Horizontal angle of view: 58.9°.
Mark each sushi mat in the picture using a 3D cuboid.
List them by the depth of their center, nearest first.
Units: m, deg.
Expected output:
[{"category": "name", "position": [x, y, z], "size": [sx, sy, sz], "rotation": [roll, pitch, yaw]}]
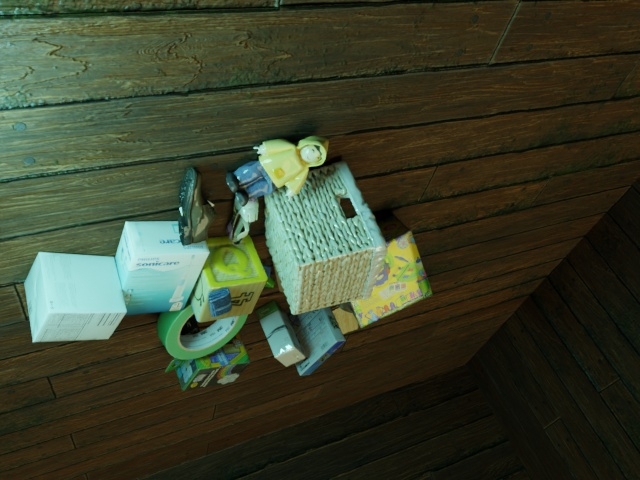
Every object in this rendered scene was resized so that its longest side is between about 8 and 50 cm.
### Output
[{"category": "sushi mat", "position": [0.104, 0.371, 2.642], "size": [0.151, 0.019, 0.316], "rotation": [-21, 149, -6]}]

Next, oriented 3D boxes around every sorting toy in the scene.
[{"category": "sorting toy", "position": [-0.064, 0.127, 1.969], "size": [0.347, 0.047, 0.196], "rotation": [8, 143, 14]}]

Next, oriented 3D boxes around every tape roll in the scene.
[{"category": "tape roll", "position": [-0.402, 0.270, 1.964], "size": [0.321, 0.077, 0.321], "rotation": [-27, 143, -23]}]

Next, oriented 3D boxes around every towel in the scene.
[{"category": "towel", "position": [-0.295, 0.186, 1.672], "size": [0.067, 0.029, 0.119], "rotation": [-17, 149, -16]}]

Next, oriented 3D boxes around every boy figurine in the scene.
[{"category": "boy figurine", "position": [-0.101, -0.189, 1.514], "size": [0.285, 0.092, 0.177], "rotation": [-23, 115, 7]}]

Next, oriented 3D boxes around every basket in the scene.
[{"category": "basket", "position": [0.000, 0.000, 1.688], "size": [0.266, 0.328, 0.331], "rotation": [-15, 150, -15]}]

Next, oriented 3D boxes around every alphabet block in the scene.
[{"category": "alphabet block", "position": [-0.303, 0.117, 1.774], "size": [0.193, 0.192, 0.197], "rotation": [-8, 144, -31]}]

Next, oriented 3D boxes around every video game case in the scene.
[{"category": "video game case", "position": [-0.037, 0.378, 2.320], "size": [0.061, 0.244, 0.269], "rotation": [4, 138, -43]}]

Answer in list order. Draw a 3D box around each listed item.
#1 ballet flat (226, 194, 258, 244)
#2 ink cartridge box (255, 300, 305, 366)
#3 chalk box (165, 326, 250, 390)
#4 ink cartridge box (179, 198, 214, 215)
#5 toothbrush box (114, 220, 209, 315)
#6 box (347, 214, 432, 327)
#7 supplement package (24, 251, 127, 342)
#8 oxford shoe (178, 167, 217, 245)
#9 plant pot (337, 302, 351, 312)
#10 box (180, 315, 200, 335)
[{"category": "ballet flat", "position": [-0.223, -0.066, 1.661], "size": [0.076, 0.079, 0.221], "rotation": [-6, 144, -30]}, {"category": "ink cartridge box", "position": [-0.157, 0.370, 2.241], "size": [0.092, 0.219, 0.160], "rotation": [-28, 149, 2]}, {"category": "chalk box", "position": [-0.455, 0.451, 2.185], "size": [0.289, 0.179, 0.180], "rotation": [2, 140, -38]}, {"category": "ink cartridge box", "position": [-0.343, -0.094, 1.576], "size": [0.083, 0.028, 0.048], "rotation": [-33, 149, 12]}, {"category": "toothbrush box", "position": [-0.477, 0.083, 1.649], "size": [0.216, 0.126, 0.295], "rotation": [-3, 143, -33]}, {"category": "box", "position": [0.207, 0.109, 2.041], "size": [0.289, 0.177, 0.279], "rotation": [-24, 115, -4]}, {"category": "supplement package", "position": [-0.670, 0.156, 1.547], "size": [0.203, 0.194, 0.149], "rotation": [6, 137, -42]}, {"category": "oxford shoe", "position": [-0.326, -0.094, 1.514], "size": [0.096, 0.083, 0.227], "rotation": [-8, 130, -25]}, {"category": "plant pot", "position": [0.144, 0.174, 2.246], "size": [0.167, 0.167, 0.165], "rotation": [-9, 137, -27]}, {"category": "box", "position": [-0.490, 0.323, 2.070], "size": [0.083, 0.062, 0.052], "rotation": [-22, 149, -11]}]
